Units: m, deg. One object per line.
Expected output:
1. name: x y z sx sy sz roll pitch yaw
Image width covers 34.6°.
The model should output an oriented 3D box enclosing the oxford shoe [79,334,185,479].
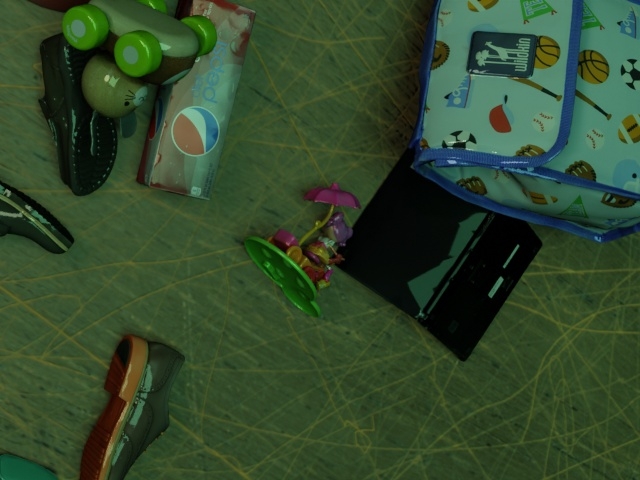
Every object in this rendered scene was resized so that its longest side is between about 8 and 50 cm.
1. oxford shoe: -0.258 0.271 1.408 0.098 0.097 0.272 18 91 -29

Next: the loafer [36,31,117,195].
1. loafer: -0.320 -0.167 1.336 0.080 0.078 0.220 -23 120 -50

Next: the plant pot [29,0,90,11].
1. plant pot: -0.276 -0.417 1.218 0.274 0.243 0.275 -3 98 -21

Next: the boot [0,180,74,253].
1. boot: -0.431 -0.010 1.316 0.198 0.077 0.137 37 88 -9

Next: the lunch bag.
1. lunch bag: 0.323 -0.205 1.466 0.385 0.239 0.328 15 72 -17

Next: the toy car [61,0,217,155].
1. toy car: -0.236 -0.194 1.266 0.148 0.155 0.188 28 119 14

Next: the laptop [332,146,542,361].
1. laptop: 0.188 0.019 1.590 0.234 0.136 0.264 -55 138 -5

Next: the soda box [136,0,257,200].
1. soda box: -0.169 -0.192 1.379 0.092 0.083 0.263 13 92 -23

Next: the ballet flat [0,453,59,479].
1. ballet flat: -0.442 0.314 1.365 0.188 0.070 0.070 27 88 -21

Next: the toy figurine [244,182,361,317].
1. toy figurine: 0.000 0.000 1.471 0.159 0.130 0.173 -49 133 -19
